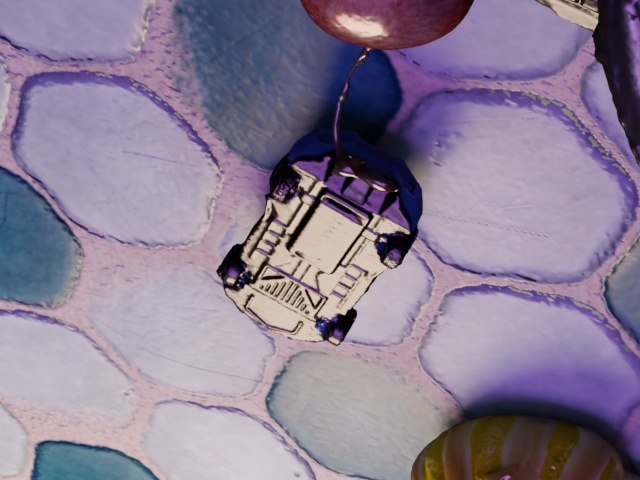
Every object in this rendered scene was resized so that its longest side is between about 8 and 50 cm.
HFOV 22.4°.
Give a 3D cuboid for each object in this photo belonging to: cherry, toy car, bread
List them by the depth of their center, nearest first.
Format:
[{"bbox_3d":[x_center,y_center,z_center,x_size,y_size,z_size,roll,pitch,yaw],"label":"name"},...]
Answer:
[{"bbox_3d":[0.041,-0.121,0.911,0.107,0.090,0.226,0,132,10],"label":"cherry"},{"bbox_3d":[0.000,0.000,1.094,0.103,0.063,0.216,30,147,-3],"label":"toy car"},{"bbox_3d":[0.160,0.222,1.219,0.213,0.105,0.213,18,143,14],"label":"bread"}]

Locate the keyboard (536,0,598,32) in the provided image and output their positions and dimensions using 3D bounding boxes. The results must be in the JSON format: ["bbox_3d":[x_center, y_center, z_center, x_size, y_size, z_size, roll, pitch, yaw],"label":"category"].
[{"bbox_3d":[0.240,-0.114,0.869,0.262,0.016,0.106,24,141,3],"label":"keyboard"}]

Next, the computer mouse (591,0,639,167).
[{"bbox_3d":[0.281,-0.107,0.788,0.295,0.087,0.168,2,115,28],"label":"computer mouse"}]
